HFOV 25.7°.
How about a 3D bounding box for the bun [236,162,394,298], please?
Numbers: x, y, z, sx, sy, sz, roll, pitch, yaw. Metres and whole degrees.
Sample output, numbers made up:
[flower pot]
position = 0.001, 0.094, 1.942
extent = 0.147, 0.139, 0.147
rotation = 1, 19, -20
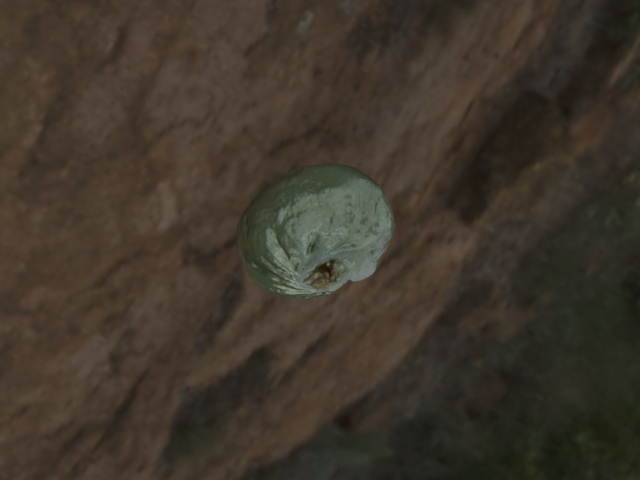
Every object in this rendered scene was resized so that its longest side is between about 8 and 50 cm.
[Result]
[bun]
position = 0.000, 0.000, 1.709
extent = 0.195, 0.118, 0.195
rotation = -14, 138, -13
